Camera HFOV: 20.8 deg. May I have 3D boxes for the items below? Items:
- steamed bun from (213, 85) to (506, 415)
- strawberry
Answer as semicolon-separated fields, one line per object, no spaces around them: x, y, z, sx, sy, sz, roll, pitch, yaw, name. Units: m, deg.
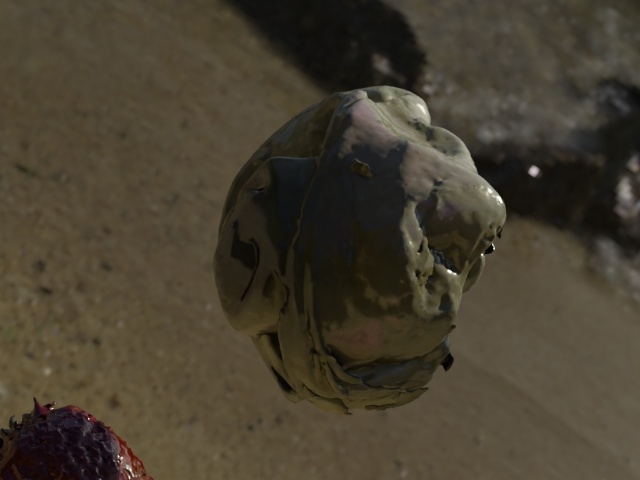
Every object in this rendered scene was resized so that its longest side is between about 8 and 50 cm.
0.000;0.000;1.548;0.207;0.268;0.280;15;28;-36;steamed bun
-0.144;0.144;1.000;0.106;0.106;0.106;24;29;-14;strawberry
